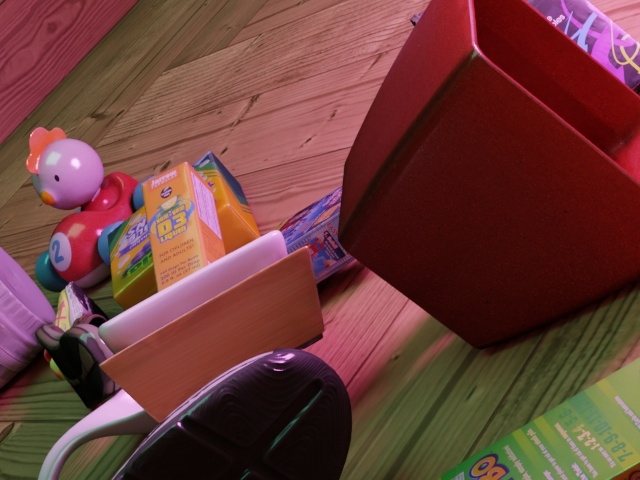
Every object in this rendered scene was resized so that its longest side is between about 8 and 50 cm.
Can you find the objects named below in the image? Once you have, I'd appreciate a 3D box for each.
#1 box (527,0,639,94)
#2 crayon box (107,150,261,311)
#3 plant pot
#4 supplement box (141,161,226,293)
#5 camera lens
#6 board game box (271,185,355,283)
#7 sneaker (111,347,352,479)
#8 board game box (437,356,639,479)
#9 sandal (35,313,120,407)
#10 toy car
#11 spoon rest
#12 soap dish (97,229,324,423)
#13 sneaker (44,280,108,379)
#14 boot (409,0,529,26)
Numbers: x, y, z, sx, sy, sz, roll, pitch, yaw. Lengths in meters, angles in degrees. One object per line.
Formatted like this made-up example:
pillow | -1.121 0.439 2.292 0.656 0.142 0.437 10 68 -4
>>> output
box | 0.271 -0.199 1.616 0.116 0.029 0.162 -43 65 -4
crayon box | -0.191 0.006 2.076 0.203 0.083 0.323 -39 21 4
plant pot | 0.161 -0.062 1.393 0.236 0.267 0.267 -47 17 24
supplement box | -0.168 0.015 1.890 0.078 0.080 0.233 -27 47 13
camera lens | -0.558 0.147 2.232 0.274 0.219 0.219 -40 21 1
board game box | 0.000 0.000 1.760 0.194 0.060 0.194 -29 12 36
sneaker | -0.163 0.248 1.360 0.447 0.169 0.257 -50 20 4
board game box | 0.200 0.165 1.140 0.259 0.039 0.124 -31 22 16
sandal | -0.282 0.144 1.886 0.086 0.120 0.303 -36 10 -20
toy car | -0.390 -0.067 2.350 0.219 0.238 0.210 -19 29 45
spoon rest | -0.227 0.214 1.715 0.276 0.084 0.137 -50 23 -21
soap dish | -0.112 0.099 1.545 0.229 0.118 0.291 -29 -3 -9
sneaker | -0.357 0.129 2.118 0.094 0.081 0.208 -41 21 5
boot | 0.239 -0.335 2.033 0.208 0.076 0.190 -49 35 -2
